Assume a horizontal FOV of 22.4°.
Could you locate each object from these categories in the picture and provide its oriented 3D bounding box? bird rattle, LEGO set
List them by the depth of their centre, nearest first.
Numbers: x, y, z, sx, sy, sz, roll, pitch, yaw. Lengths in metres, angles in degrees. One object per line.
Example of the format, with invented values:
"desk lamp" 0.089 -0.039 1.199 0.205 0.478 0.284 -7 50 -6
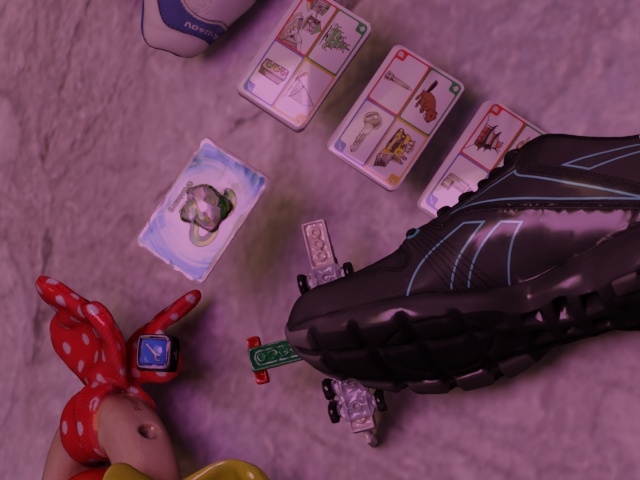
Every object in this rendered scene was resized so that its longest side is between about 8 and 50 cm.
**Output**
"LEGO set" 0.000 0.000 0.954 0.182 0.060 0.244 33 87 12
"bird rattle" -0.134 0.155 1.005 0.253 0.143 0.207 52 127 36

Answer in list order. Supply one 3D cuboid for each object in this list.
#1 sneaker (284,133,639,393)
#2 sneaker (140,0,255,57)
"sneaker" 0.108 0.010 0.871 0.267 0.101 0.106 -14 58 16
"sneaker" -0.141 -0.247 1.111 0.131 0.112 0.296 -49 54 17
